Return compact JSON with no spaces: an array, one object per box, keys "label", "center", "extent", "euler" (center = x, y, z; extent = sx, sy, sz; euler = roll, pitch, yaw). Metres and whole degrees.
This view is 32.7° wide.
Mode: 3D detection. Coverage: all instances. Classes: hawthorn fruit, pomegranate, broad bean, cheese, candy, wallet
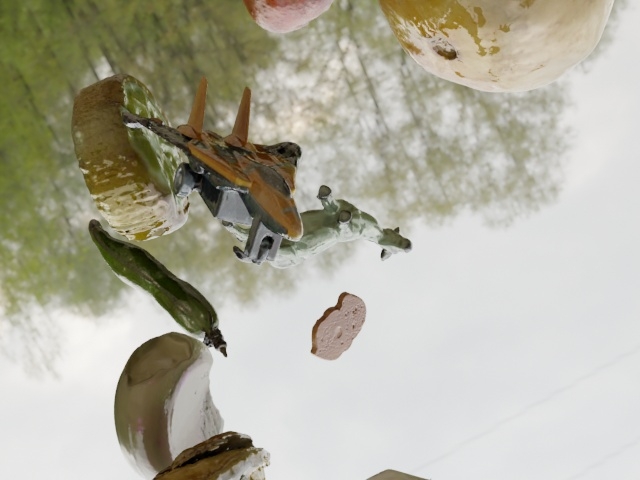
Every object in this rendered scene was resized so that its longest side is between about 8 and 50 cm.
[{"label":"hawthorn fruit","center":[-0.064,-0.439,1.749],"extent":[0.179,0.200,0.179],"euler":[-32,-150,22]},{"label":"pomegranate","center":[0.246,-0.361,1.443],"extent":[0.343,0.342,0.342],"euler":[-23,-161,9]},{"label":"broad bean","center":[-0.245,0.070,1.673],"extent":[0.339,0.077,0.061],"euler":[35,-84,26]},{"label":"cheese","center":[-0.176,0.256,1.366],"extent":[0.082,0.286,0.163],"euler":[7,-145,27]},{"label":"candy","center":[-0.282,-0.127,1.652],"extent":[0.118,0.259,0.260],"euler":[-17,-160,8]},{"label":"wallet","center":[0.118,0.321,1.406],"extent":[0.061,0.025,0.122],"euler":[-4,-175,-45]}]

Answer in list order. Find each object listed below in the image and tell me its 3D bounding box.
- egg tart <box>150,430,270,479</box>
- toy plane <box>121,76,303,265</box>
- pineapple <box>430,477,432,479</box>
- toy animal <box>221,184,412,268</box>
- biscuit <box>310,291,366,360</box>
[{"label":"egg tart","center":[-0.149,0.338,1.179],"extent":[0.297,0.132,0.297],"euler":[-40,164,-13]},{"label":"toy plane","center":[-0.073,-0.052,1.055],"extent":[0.204,0.103,0.316],"euler":[10,-154,-24]},{"label":"pineapple","center":[0.148,0.462,1.823],"extent":[0.083,0.103,0.221],"euler":[-20,167,31]},{"label":"toy animal","center":[0.000,-0.005,1.375],"extent":[0.217,0.073,0.176],"euler":[-15,156,8]},{"label":"biscuit","center":[0.029,0.150,1.885],"extent":[0.019,0.102,0.130],"euler":[25,-108,44]}]
